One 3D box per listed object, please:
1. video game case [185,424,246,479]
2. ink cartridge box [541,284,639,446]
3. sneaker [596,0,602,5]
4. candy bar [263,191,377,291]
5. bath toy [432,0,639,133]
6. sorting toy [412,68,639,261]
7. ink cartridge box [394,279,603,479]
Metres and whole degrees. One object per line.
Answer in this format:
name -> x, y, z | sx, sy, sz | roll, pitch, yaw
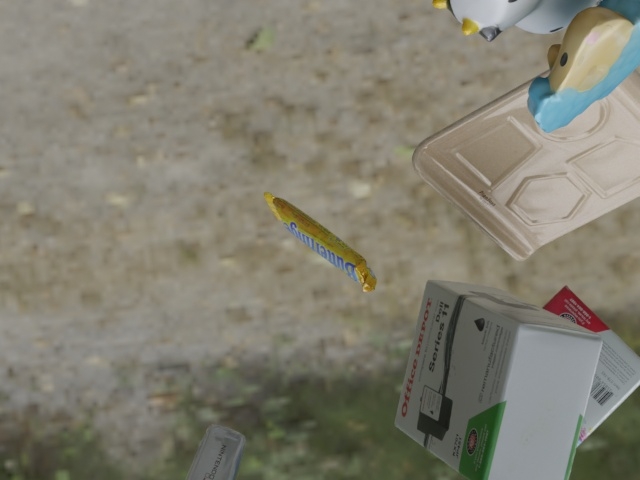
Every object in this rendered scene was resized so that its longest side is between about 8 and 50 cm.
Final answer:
video game case -> -0.138, 0.348, 1.389 | 0.036, 0.300, 0.329 | 19, 145, 4
ink cartridge box -> 0.239, 0.157, 1.840 | 0.176, 0.128, 0.127 | -44, 171, -1
sneaker -> 0.242, -0.193, 1.354 | 0.065, 0.061, 0.158 | -18, -171, -6
candy bar -> 0.000, 0.000, 1.573 | 0.018, 0.161, 0.040 | -38, 132, -13
bath toy -> 0.089, -0.229, 1.232 | 0.129, 0.348, 0.151 | -46, 154, 10
sorting toy -> 0.215, -0.082, 1.588 | 0.208, 0.038, 0.193 | -32, 132, 23
ink cartridge box -> 0.155, 0.129, 1.573 | 0.087, 0.153, 0.208 | 10, -175, -20
